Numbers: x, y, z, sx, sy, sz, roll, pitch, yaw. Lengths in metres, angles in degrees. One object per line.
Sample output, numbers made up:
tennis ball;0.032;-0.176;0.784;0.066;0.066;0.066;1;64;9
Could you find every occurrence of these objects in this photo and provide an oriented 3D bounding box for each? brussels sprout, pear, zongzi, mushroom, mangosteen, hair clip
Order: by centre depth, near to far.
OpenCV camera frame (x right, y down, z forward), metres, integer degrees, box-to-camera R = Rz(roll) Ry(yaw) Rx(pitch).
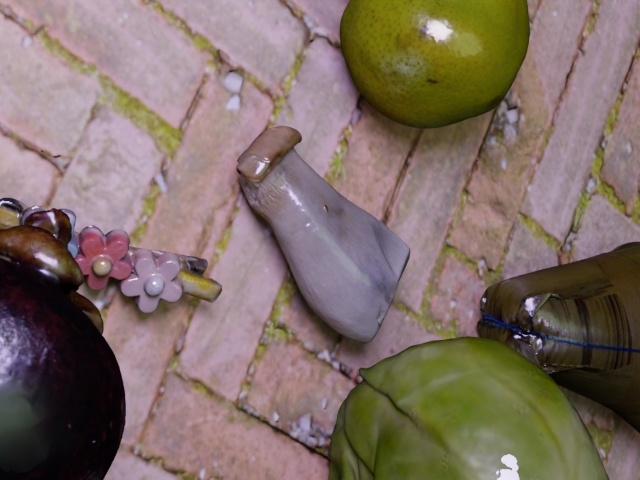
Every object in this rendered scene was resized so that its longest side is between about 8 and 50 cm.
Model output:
mangosteen;-0.241;0.089;0.920;0.228;0.228;0.265;42;56;-31
hair clip;-0.174;0.017;1.059;0.214;0.056;0.062;17;117;-36
mushroom;0.000;0.000;1.169;0.225;0.093;0.116;41;52;-22
brussels sprout;0.140;0.241;1.172;0.247;0.328;0.328;-10;101;-7
pear;0.085;-0.204;1.172;0.216;0.166;0.180;27;90;-8
zongzi;0.297;0.159;1.379;0.260;0.123;0.289;-15;107;-30
